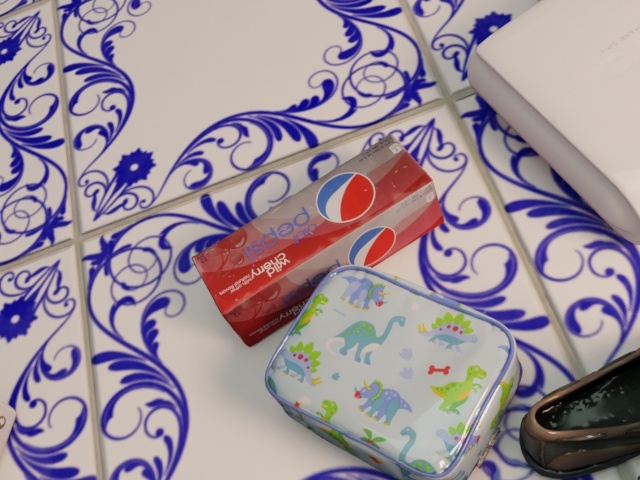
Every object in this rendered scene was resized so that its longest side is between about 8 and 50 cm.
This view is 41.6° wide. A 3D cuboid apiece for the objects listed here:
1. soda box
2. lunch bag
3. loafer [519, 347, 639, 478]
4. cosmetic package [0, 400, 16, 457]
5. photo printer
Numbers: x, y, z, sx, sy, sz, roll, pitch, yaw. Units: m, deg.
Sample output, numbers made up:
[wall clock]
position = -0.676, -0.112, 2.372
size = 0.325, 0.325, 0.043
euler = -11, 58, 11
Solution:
[soda box]
position = 0.000, 0.000, 0.923
size = 0.263, 0.083, 0.092
euler = -32, 54, -3
[lunch bag]
position = 0.073, 0.128, 0.815
size = 0.219, 0.090, 0.176
euler = 22, 68, 28
[loafer]
position = 0.303, 0.133, 0.742
size = 0.267, 0.084, 0.096
euler = -25, 55, 2
[cosmetic package]
position = -0.489, 0.316, 0.835
size = 0.217, 0.156, 0.385
euler = 1, 58, 16
[photo printer]
position = 0.345, -0.154, 0.892
size = 0.256, 0.107, 0.307
euler = -33, 57, -3
